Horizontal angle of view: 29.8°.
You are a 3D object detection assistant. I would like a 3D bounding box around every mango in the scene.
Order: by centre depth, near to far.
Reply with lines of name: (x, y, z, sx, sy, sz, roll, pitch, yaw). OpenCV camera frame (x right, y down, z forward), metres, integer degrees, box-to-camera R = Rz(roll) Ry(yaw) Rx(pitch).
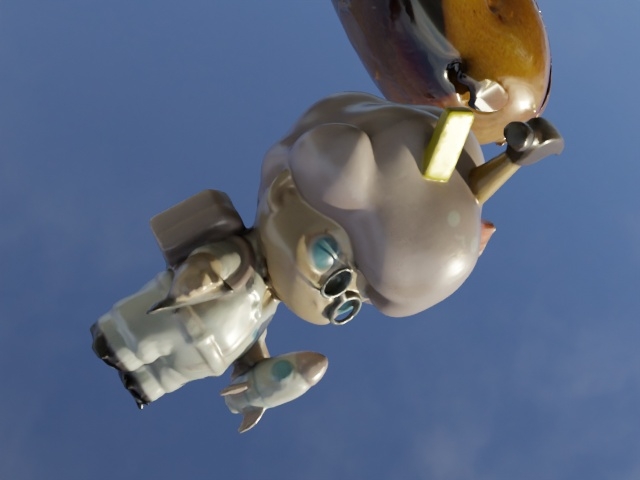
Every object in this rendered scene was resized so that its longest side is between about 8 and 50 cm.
mango: (0.109, -0.208, 1.099, 0.287, 0.153, 0.201, 54, -130, -28)

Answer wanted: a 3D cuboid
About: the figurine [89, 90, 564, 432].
figurine: (0.000, 0.000, 0.564, 0.229, 0.137, 0.112, -31, -132, -4)
